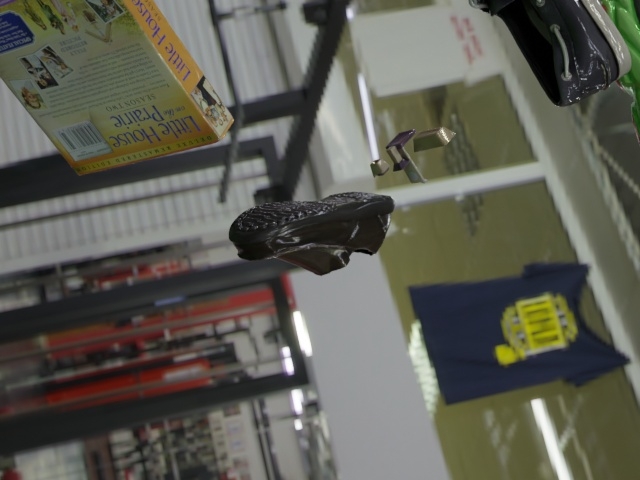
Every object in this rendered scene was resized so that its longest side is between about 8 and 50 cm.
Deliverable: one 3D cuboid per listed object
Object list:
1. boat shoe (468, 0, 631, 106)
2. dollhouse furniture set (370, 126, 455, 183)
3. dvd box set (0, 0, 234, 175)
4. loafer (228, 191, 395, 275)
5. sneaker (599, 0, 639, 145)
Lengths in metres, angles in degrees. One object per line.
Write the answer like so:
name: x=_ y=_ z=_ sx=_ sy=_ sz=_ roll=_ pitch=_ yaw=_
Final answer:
boat shoe: x=0.143 y=-0.189 z=0.867 sx=0.206 sy=0.065 sz=0.075 roll=53 pitch=-7 yaw=2
dollhouse furniture set: x=0.150 y=-0.110 z=1.725 sx=0.114 sy=0.091 sz=0.081 roll=-9 pitch=-59 yaw=49
dvd box set: x=-0.355 y=-0.288 z=1.692 sx=0.420 sy=0.308 sz=0.062 roll=55 pitch=43 yaw=-30
loafer: x=0.000 y=0.000 z=1.188 sx=0.080 sy=0.220 sz=0.078 roll=9 pitch=-76 yaw=43
sneaker: x=0.368 y=-0.047 z=0.895 sx=0.185 sy=0.202 sz=0.482 roll=2 pitch=67 yaw=-60
